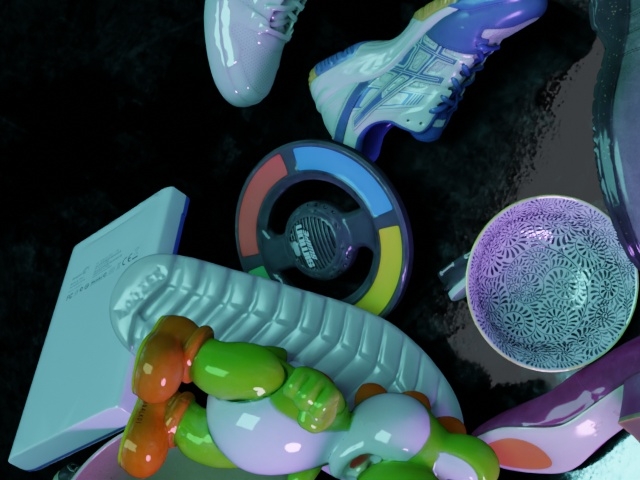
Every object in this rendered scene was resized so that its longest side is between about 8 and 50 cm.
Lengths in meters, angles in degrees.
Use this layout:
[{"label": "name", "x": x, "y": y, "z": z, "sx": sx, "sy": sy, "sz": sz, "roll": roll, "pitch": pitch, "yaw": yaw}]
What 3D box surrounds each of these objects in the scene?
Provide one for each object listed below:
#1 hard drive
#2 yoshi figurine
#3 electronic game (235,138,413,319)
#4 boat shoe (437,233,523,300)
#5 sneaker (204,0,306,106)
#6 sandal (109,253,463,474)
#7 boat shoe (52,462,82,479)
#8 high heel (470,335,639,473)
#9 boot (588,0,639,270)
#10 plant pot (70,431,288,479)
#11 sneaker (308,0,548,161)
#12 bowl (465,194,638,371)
[{"label": "hard drive", "x": -0.262, "y": 0.102, "z": 1.396, "sx": 0.210, "sy": 0.040, "sz": 0.319, "roll": -28, "pitch": 39, "yaw": 35}, {"label": "yoshi figurine", "x": -0.011, "y": 0.211, "z": 1.103, "sx": 0.362, "sy": 0.203, "sz": 0.203, "roll": 16, "pitch": 82, "yaw": 1}, {"label": "electronic game", "x": 0.000, "y": 0.000, "z": 1.298, "sx": 0.229, "sy": 0.048, "sz": 0.229, "roll": 9, "pitch": 107, "yaw": 30}, {"label": "boat shoe", "x": 0.174, "y": 0.013, "z": 1.216, "sx": 0.125, "sy": 0.046, "sz": 0.038, "roll": -46, "pitch": 66, "yaw": 30}, {"label": "sneaker", "x": -0.036, "y": -0.302, "z": 1.350, "sx": 0.169, "sy": 0.108, "sz": 0.293, "roll": 4, "pitch": 89, "yaw": 35}, {"label": "sandal", "x": -0.029, "y": 0.131, "z": 1.269, "sx": 0.416, "sy": 0.102, "sz": 0.169, "roll": 29, "pitch": 83, "yaw": 8}, {"label": "boat shoe", "x": -0.268, "y": 0.310, "z": 1.423, "sx": 0.073, "sy": 0.080, "sz": 0.223, "roll": -54, "pitch": 21, "yaw": -8}, {"label": "high heel", "x": 0.251, "y": 0.153, "z": 1.143, "sx": 0.244, "sy": 0.082, "sz": 0.117, "roll": -29, "pitch": 28, "yaw": 44}, {"label": "boot", "x": 0.370, "y": -0.145, "z": 1.068, "sx": 0.222, "sy": 0.118, "sz": 0.338, "roll": -6, "pitch": 84, "yaw": 28}, {"label": "plant pot", "x": -0.132, "y": 0.357, "z": 1.260, "sx": 0.284, "sy": 0.191, "sz": 0.284, "roll": -5, "pitch": 58, "yaw": 8}, {"label": "sneaker", "x": 0.128, "y": -0.178, "z": 1.250, "sx": 0.296, "sy": 0.112, "sz": 0.131, "roll": -25, "pitch": 81, "yaw": 36}, {"label": "bowl", "x": 0.218, "y": 0.041, "z": 1.143, "sx": 0.170, "sy": 0.080, "sz": 0.170, "roll": 0, "pitch": 90, "yaw": -5}]
